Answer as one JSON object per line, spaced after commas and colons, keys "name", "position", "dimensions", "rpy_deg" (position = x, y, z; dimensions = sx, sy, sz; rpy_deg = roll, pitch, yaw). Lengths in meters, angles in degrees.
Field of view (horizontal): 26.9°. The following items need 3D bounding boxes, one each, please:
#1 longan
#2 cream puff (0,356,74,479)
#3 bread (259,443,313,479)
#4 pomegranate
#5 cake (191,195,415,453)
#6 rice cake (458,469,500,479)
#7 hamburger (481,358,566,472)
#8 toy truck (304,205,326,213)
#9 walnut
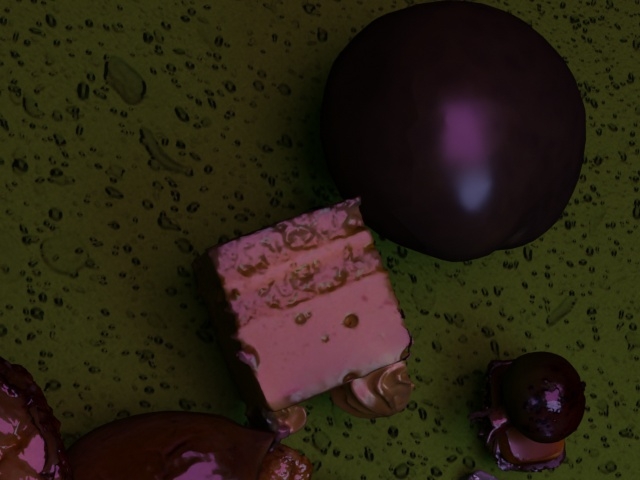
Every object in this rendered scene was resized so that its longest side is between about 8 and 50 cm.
{"name": "longan", "position": [0.183, -0.149, 1.825], "dimensions": [0.404, 0.336, 0.404], "rpy_deg": [33, 39, -32]}
{"name": "cream puff", "position": [-0.452, 0.270, 1.510], "dimensions": [0.350, 0.228, 0.350], "rpy_deg": [7, 68, -18]}
{"name": "bread", "position": [-0.093, 0.361, 1.726], "dimensions": [0.083, 0.114, 0.211], "rpy_deg": [36, 64, -29]}
{"name": "pomegranate", "position": [0.287, 0.224, 1.826], "dimensions": [0.159, 0.129, 0.129], "rpy_deg": [-29, 92, -21]}
{"name": "cake", "position": [-0.016, 0.117, 1.731], "dimensions": [0.227, 0.222, 0.286], "rpy_deg": [-19, 87, -12]}
{"name": "rice cake", "position": [0.295, 0.381, 1.937], "dimensions": [0.211, 0.043, 0.034], "rpy_deg": [28, 61, -17]}
{"name": "hamburger", "position": [0.295, 0.253, 1.937], "dimensions": [0.137, 0.087, 0.166], "rpy_deg": [0, 79, -18]}
{"name": "toy truck", "position": [0.000, 0.000, 1.881], "dimensions": [0.073, 0.056, 0.090], "rpy_deg": [26, 80, -15]}
{"name": "walnut", "position": [-0.191, 0.299, 1.626], "dimensions": [0.298, 0.203, 0.203], "rpy_deg": [-27, 91, 3]}
